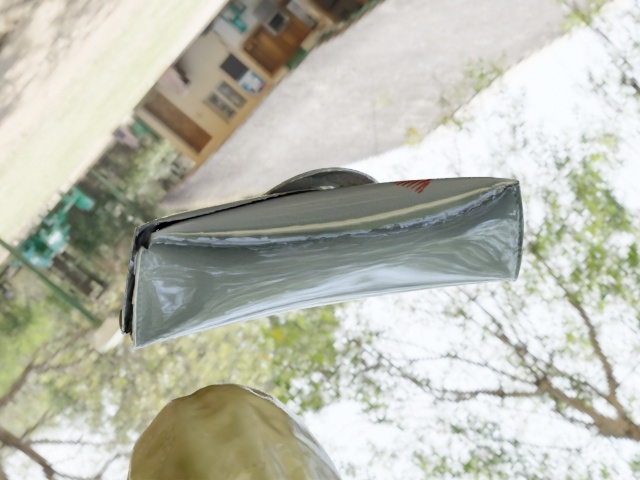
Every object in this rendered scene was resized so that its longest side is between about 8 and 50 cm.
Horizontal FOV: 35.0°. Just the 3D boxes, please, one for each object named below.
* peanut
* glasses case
[{"bbox_3d":[-0.015,0.225,0.547,0.147,0.305,0.147,-27,165,-8],"label":"peanut"},{"bbox_3d":[0.000,-0.001,0.756,0.128,0.308,0.083,99,-21,-53],"label":"glasses case"}]
